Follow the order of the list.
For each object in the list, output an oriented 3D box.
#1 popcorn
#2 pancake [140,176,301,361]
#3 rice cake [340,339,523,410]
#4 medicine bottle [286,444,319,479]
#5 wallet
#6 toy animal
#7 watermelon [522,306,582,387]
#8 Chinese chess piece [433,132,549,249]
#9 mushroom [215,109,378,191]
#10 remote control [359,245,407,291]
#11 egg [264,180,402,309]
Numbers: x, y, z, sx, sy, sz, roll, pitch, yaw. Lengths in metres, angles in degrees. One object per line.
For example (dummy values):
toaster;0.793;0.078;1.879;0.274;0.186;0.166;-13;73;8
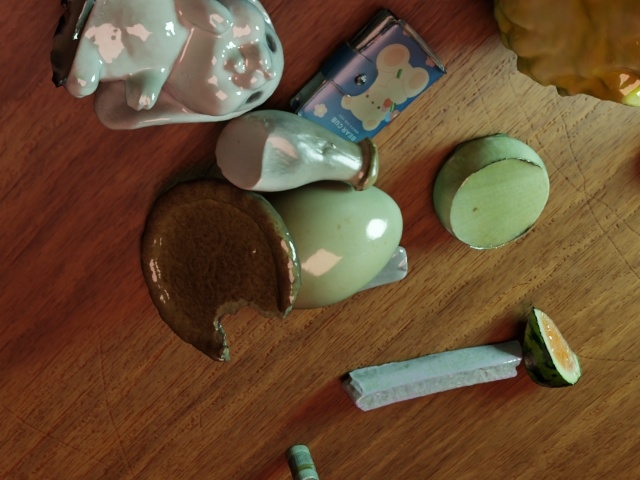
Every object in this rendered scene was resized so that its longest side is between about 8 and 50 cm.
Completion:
popcorn;0.416;-0.351;1.077;0.382;0.349;0.349;-44;138;-39
pancake;-0.149;0.048;1.164;0.033;0.288;0.286;-27;122;-52
rice cake;0.216;0.250;1.529;0.365;0.072;0.056;-9;122;-17
medicine bottle;-0.034;0.433;1.548;0.047;0.083;0.047;-9;124;-14
wallet;0.066;-0.221;1.166;0.202;0.059;0.141;-41;129;15
toy animal;-0.190;-0.239;0.999;0.249;0.174;0.289;-47;124;-1
watermelon;0.445;0.218;1.578;0.063;0.119;0.245;-8;146;38
Chinese chess piece;0.275;-0.079;1.326;0.188;0.083;0.188;-10;128;-13
mushroom;-0.028;-0.120;1.125;0.225;0.116;0.093;-1;167;-32
remote control;0.039;0.067;1.357;0.229;0.044;0.073;-13;123;-10
egg;0.000;0.000;1.209;0.254;0.188;0.188;-22;127;-9
